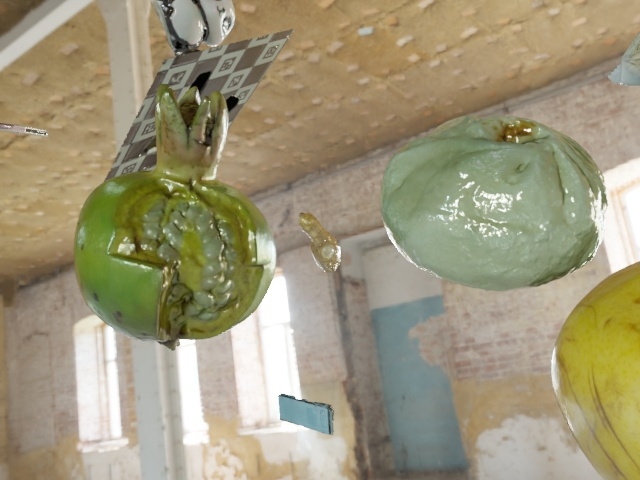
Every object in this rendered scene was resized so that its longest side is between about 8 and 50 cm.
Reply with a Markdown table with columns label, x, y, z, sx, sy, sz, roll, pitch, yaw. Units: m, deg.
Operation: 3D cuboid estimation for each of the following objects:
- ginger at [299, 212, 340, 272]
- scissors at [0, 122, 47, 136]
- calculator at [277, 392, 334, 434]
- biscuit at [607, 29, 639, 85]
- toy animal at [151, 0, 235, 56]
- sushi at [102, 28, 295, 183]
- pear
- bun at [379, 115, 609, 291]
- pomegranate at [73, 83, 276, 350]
| label | x | y | z | sx | sy | sz | roll | pitch | yaw |
| --- | --- | --- | --- | --- | --- | --- | --- | --- | --- |
| ginger | 0.000 | -0.002 | 1.477 | 0.067 | 0.165 | 0.096 | -26 | 17 | 4 |
| scissors | -0.718 | -0.262 | 1.469 | 0.086 | 0.022 | 0.176 | 5 | 4 | 28 |
| calculator | -0.030 | 0.325 | 1.182 | 0.018 | 0.057 | 0.172 | 1 | -5 | -37 |
| biscuit | 0.545 | -0.313 | 0.851 | 0.079 | 0.186 | 0.309 | 32 | -3 | -8 |
| toy animal | -0.279 | -0.510 | 1.392 | 0.179 | 0.166 | 0.138 | -25 | 31 | -24 |
| sushi | -0.251 | -0.267 | 1.180 | 0.343 | 0.064 | 0.359 | -35 | -6 | -47 |
| pear | 0.359 | 0.140 | 0.565 | 0.281 | 0.280 | 0.280 | -7 | -13 | -2 |
| bun | 0.148 | -0.046 | 0.546 | 0.196 | 0.195 | 0.118 | -7 | -56 | -5 |
| pomegranate | -0.165 | -0.026 | 0.723 | 0.236 | 0.301 | 0.236 | 6 | 11 | -1 |
